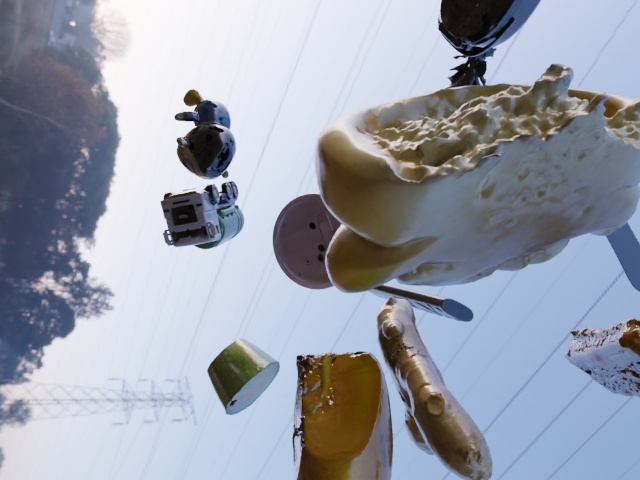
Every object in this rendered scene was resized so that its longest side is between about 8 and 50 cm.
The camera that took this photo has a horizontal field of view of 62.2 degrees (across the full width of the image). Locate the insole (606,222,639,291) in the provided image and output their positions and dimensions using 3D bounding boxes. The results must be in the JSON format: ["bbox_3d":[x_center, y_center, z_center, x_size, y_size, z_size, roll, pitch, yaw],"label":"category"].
[{"bbox_3d":[0.442,-0.065,0.835,0.007,0.109,0.322,-23,-82,55],"label":"insole"}]

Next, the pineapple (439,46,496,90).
[{"bbox_3d":[0.376,-0.442,1.231,0.130,0.119,0.277,36,-35,17],"label":"pineapple"}]

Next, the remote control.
[{"bbox_3d":[0.244,0.154,1.413,0.377,0.107,0.044,8,-103,65],"label":"remote control"}]

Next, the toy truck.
[{"bbox_3d":[-0.221,-0.047,1.044,0.242,0.101,0.125,-45,126,-79],"label":"toy truck"}]

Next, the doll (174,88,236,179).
[{"bbox_3d":[-0.163,-0.144,0.751,0.089,0.102,0.179,-42,-142,18],"label":"doll"}]

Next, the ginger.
[{"bbox_3d":[0.191,0.275,1.041,0.363,0.122,0.348,59,8,-79],"label":"ginger"}]

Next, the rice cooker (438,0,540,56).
[{"bbox_3d":[0.240,-0.342,0.739,0.112,0.106,0.165,54,-43,19],"label":"rice cooker"}]

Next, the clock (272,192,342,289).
[{"bbox_3d":[0.000,0.000,1.101,0.197,0.068,0.197,3,-84,26],"label":"clock"}]

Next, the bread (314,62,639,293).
[{"bbox_3d":[0.207,-0.071,0.648,0.329,0.424,0.245,-152,-129,-71],"label":"bread"}]

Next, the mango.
[{"bbox_3d":[0.027,0.250,0.645,0.154,0.126,0.252,79,6,-56],"label":"mango"}]

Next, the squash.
[{"bbox_3d":[-0.188,0.315,1.256,0.123,0.170,0.170,44,-55,14],"label":"squash"}]

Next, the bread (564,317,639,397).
[{"bbox_3d":[0.475,0.179,0.823,0.139,0.271,0.077,37,-97,16],"label":"bread"}]
